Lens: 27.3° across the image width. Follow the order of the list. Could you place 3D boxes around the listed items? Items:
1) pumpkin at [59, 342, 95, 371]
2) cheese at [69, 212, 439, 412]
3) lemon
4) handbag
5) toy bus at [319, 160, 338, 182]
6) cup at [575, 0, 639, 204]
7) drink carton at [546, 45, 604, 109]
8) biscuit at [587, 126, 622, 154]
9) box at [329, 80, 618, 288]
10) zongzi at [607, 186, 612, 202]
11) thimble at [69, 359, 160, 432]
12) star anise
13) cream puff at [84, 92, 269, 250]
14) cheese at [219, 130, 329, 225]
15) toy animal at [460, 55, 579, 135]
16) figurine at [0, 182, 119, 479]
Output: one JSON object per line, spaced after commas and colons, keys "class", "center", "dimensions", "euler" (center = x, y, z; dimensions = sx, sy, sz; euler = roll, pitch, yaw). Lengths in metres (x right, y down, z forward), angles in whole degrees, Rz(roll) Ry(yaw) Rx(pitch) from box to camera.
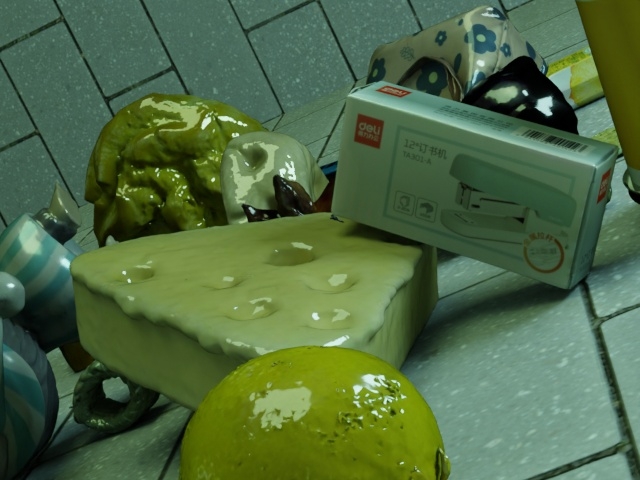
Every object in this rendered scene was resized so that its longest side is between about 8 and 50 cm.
{"class": "pumpkin", "center": [-0.279, 0.080, 1.881], "dimensions": [0.248, 0.126, 0.131], "euler": [-24, 14, 4]}
{"class": "cheese", "center": [-0.038, 0.079, 1.260], "dimensions": [0.383, 0.104, 0.384], "euler": [-4, 19, 1]}
{"class": "lemon", "center": [-0.003, 0.156, 0.886], "dimensions": [0.206, 0.174, 0.173], "euler": [3, 27, 36]}
{"class": "handbag", "center": [0.188, -0.198, 1.924], "dimensions": [0.251, 0.190, 0.193], "euler": [-17, 44, 42]}
{"class": "toy bus", "center": [0.026, -0.073, 2.001], "dimensions": [0.184, 0.090, 0.106], "euler": [-17, 14, 30]}
{"class": "cup", "center": [0.354, -0.167, 1.280], "dimensions": [0.196, 0.280, 0.196], "euler": [-24, 18, 8]}
{"class": "drink carton", "center": [0.363, -0.230, 1.995], "dimensions": [0.200, 0.084, 0.074], "euler": [-24, 37, 6]}
{"class": "biscuit", "center": [0.405, -0.141, 1.676], "dimensions": [0.231, 0.016, 0.139], "euler": [-26, 11, 1]}
{"class": "box", "center": [0.144, -0.056, 1.288], "dimensions": [0.269, 0.135, 0.079], "euler": [19, 25, 23]}
{"class": "zongzi", "center": [0.264, -0.029, 1.432], "dimensions": [0.104, 0.052, 0.113], "euler": [-15, 28, 22]}
{"class": "thimble", "center": [-0.234, 0.170, 1.501], "dimensions": [0.110, 0.084, 0.062], "euler": [-30, 7, 26]}
{"class": "star anise", "center": [-0.005, 0.001, 1.526], "dimensions": [0.212, 0.111, 0.196], "euler": [6, -46, -52]}
{"class": "cream puff", "center": [-0.215, -0.064, 2.086], "dimensions": [0.257, 0.324, 0.291], "euler": [-70, 13, -20]}
{"class": "cheese", "center": [-0.046, -0.036, 1.680], "dimensions": [0.117, 0.218, 0.235], "euler": [-19, 19, 13]}
{"class": "toy animal", "center": [0.184, -0.096, 1.586], "dimensions": [0.235, 0.165, 0.187], "euler": [-31, 9, -13]}
{"class": "figurine", "center": [-0.351, 0.167, 1.454], "dimensions": [0.361, 0.266, 0.378], "euler": [-40, 35, 1]}
